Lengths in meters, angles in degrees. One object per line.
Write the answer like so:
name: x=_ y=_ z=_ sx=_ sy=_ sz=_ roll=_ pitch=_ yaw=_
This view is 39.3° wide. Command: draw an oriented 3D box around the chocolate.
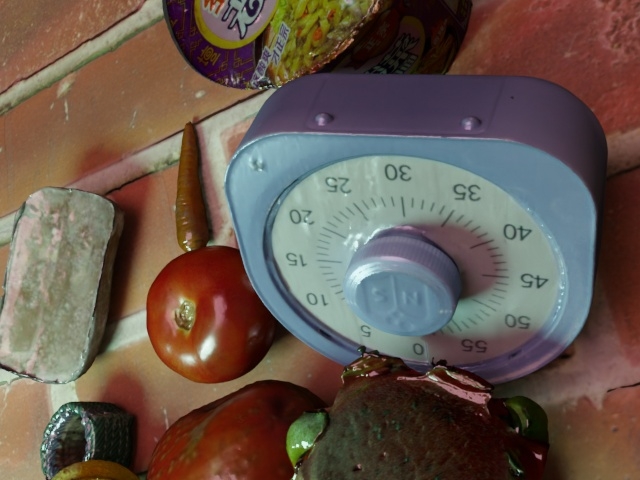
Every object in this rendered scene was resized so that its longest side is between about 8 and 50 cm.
chocolate: x=-0.401 y=0.069 z=1.409 sx=0.185 sy=0.100 sz=0.303 roll=11 pitch=91 yaw=24

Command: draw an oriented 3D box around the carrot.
carrot: x=-0.194 y=-0.081 z=1.333 sx=0.048 sy=0.048 sz=0.216 roll=-18 pitch=68 yaw=30

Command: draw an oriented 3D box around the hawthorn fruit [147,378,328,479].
hawthorn fruit: x=-0.062 y=0.296 z=1.051 sx=0.299 sy=0.275 sz=0.275 roll=-45 pitch=60 yaw=3

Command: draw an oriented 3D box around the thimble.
thimble: x=-0.348 y=0.308 z=1.337 sx=0.118 sy=0.090 sz=0.135 roll=15 pitch=90 yaw=34

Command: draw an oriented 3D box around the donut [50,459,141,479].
donut: x=-0.318 y=0.379 z=1.267 sx=0.065 sy=0.162 sz=0.178 roll=-113 pitch=15 yaw=-54

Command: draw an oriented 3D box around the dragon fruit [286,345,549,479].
dragon fruit: x=0.101 y=0.244 z=0.884 sx=0.295 sy=0.130 sz=0.268 roll=27 pitch=63 yaw=36

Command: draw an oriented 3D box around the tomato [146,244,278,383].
tomato: x=-0.141 y=0.099 z=1.205 sx=0.195 sy=0.136 sz=0.195 roll=-4 pitch=84 yaw=36

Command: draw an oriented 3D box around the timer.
timer: x=0.103 y=0.016 z=0.939 sx=0.395 sy=0.395 sz=0.173 roll=-16 pitch=32 yaw=31

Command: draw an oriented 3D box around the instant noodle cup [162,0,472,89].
instant noodle cup: x=0.020 y=-0.306 z=1.090 sx=0.340 sy=0.266 sz=0.340 roll=-7 pitch=77 yaw=33
